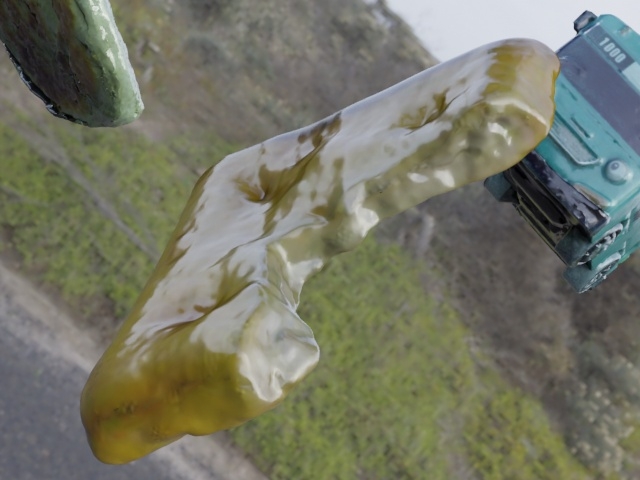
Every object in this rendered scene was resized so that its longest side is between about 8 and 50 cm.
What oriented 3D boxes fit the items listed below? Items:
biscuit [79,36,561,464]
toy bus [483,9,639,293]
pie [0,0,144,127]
[{"bbox_3d":[0.000,0.000,0.457,0.039,0.174,0.183,57,34,-26],"label":"biscuit"},{"bbox_3d":[0.129,-0.038,0.568,0.079,0.092,0.160,50,3,17],"label":"toy bus"},{"bbox_3d":[-0.234,-0.202,1.085,0.240,0.054,0.241,37,-35,31],"label":"pie"}]
